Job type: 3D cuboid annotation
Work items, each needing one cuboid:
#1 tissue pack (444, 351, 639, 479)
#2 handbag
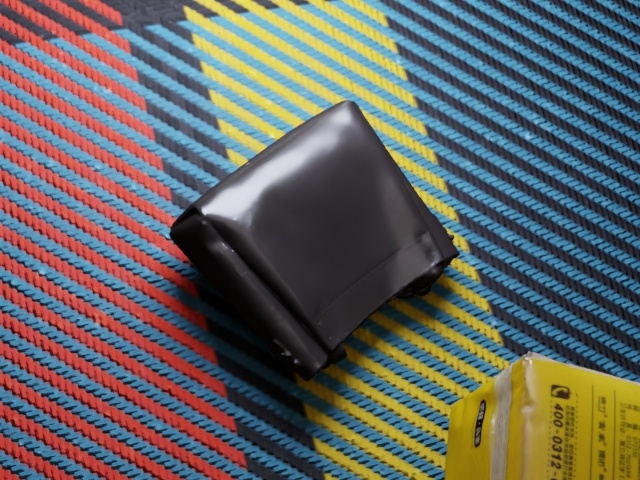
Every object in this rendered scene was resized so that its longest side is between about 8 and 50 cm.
[{"bbox_3d":[0.278,0.350,1.316,0.293,0.228,0.382,15,64,-12],"label":"tissue pack"},{"bbox_3d":[0.000,0.000,1.471,0.285,0.113,0.257,-37,85,-32],"label":"handbag"}]
